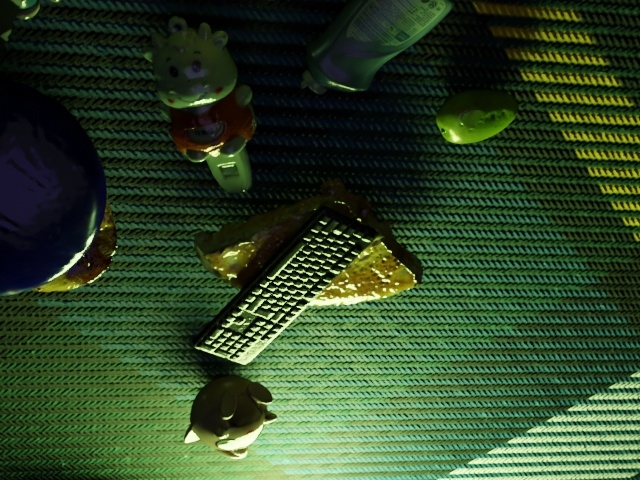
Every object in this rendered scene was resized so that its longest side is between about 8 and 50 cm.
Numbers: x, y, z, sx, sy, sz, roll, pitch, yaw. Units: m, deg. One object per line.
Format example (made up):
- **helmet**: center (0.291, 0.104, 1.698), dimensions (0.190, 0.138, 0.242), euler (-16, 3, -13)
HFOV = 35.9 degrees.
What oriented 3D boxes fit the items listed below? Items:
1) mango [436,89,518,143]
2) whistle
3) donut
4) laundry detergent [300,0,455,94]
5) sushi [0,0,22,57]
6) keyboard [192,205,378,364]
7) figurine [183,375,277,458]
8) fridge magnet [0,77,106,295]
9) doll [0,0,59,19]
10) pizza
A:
- **mango**: center (0.201, -0.161, 1.262), dimensions (0.108, 0.056, 0.073), euler (-14, 138, -3)
- **whistle**: center (-0.134, -0.155, 1.174), dimensions (0.101, 0.106, 0.253), euler (16, 142, 30)
- **donut**: center (-0.343, -0.024, 1.260), dimensions (0.166, 0.073, 0.184), euler (-17, 131, 5)
- **laundry detergent**: center (0.056, -0.242, 1.158), dimensions (0.206, 0.061, 0.096), euler (-41, 129, 23)
- **sushi**: center (-0.466, -0.212, 1.033), dimensions (0.264, 0.050, 0.290), euler (18, 142, -26)
- **keyboard**: center (-0.050, 0.069, 1.328), dimensions (0.101, 0.018, 0.310), euler (24, 127, -31)
- **figurine**: center (-0.140, 0.272, 1.529), dimensions (0.125, 0.125, 0.138), euler (13, 140, -22)
- **fridge magnet**: center (-0.376, -0.061, 1.117), dimensions (0.265, 0.113, 0.265), euler (-3, 116, -6)
- **doll**: center (-0.318, -0.302, 1.016), dimensions (0.114, 0.085, 0.152), euler (9, 137, -13)
- **pizza**: center (0.000, 0.000, 1.340), dimensions (0.335, 0.086, 0.226), euler (7, 132, -17)
